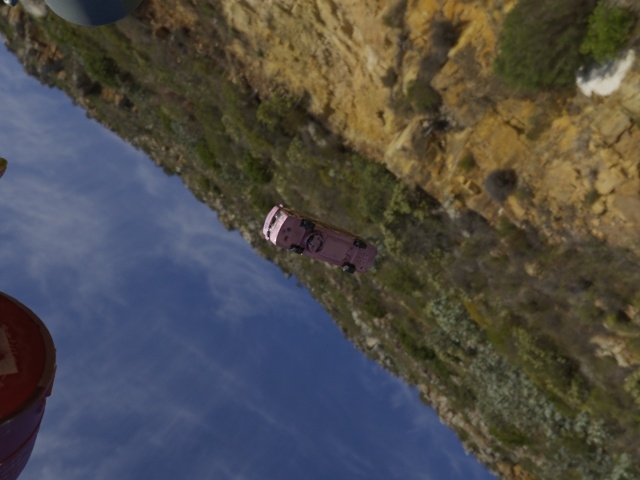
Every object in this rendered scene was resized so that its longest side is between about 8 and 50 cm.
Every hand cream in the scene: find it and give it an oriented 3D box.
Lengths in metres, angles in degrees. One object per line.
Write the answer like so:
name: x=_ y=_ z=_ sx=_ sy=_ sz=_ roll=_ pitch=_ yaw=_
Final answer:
hand cream: x=-0.395 y=0.161 z=0.631 sx=0.230 sy=0.149 sz=0.230 roll=18 pitch=-150 yaw=-11

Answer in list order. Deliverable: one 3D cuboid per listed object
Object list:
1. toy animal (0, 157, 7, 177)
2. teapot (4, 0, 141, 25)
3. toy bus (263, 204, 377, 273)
toy animal: x=-0.453 y=-0.047 z=0.770 sx=0.083 sy=0.159 sz=0.070 roll=56 pitch=171 yaw=28
teapot: x=-0.264 y=-0.326 z=0.738 sx=0.239 sy=0.149 sz=0.162 roll=-15 pitch=-106 yaw=-10
toy bus: x=0.000 y=0.000 z=1.065 sx=0.203 sy=0.063 sz=0.090 roll=20 pitch=-169 yaw=-34
